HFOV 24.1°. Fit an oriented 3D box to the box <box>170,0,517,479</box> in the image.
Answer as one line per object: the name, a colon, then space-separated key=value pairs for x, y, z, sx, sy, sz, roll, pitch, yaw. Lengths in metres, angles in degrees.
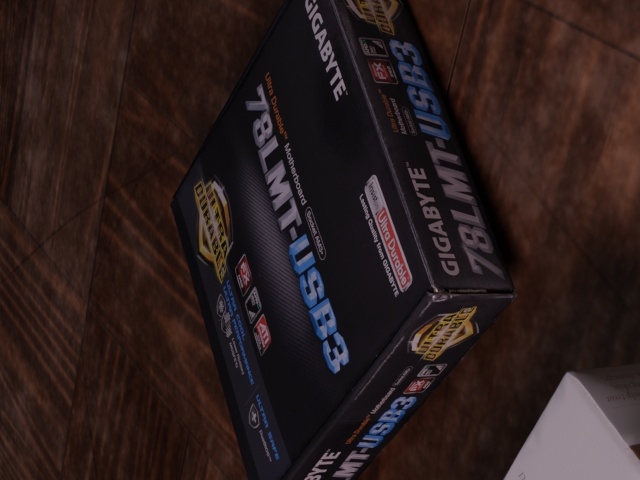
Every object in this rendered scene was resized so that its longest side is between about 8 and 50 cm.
box: x=0.000 y=0.000 z=1.069 sx=0.293 sy=0.073 sz=0.295 roll=-56 pitch=42 yaw=46

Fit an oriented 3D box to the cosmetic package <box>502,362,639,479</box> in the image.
cosmetic package: x=0.148 y=0.171 z=0.808 sx=0.085 sy=0.117 sz=0.231 roll=55 pitch=135 yaw=40
